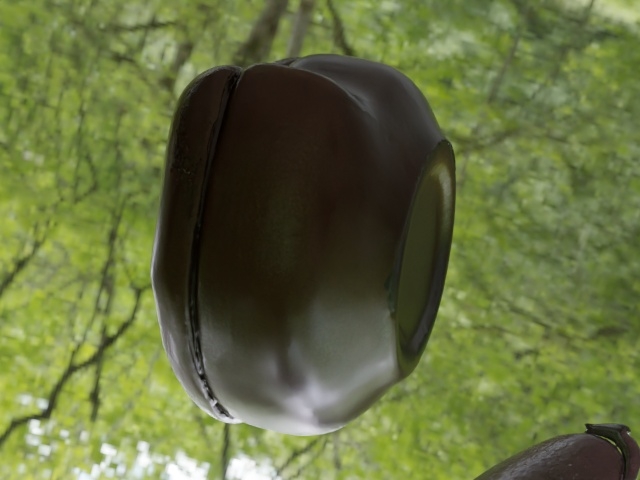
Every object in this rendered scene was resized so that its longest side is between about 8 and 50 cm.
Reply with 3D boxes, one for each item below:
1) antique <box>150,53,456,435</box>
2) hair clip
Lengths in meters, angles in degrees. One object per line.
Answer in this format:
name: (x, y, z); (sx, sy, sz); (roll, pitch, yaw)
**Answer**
antique: (0.000, 0.000, 0.655); (0.129, 0.223, 0.278); (9, 160, 15)
hair clip: (0.117, 0.261, 0.907); (0.095, 0.359, 0.110); (43, 156, 7)
